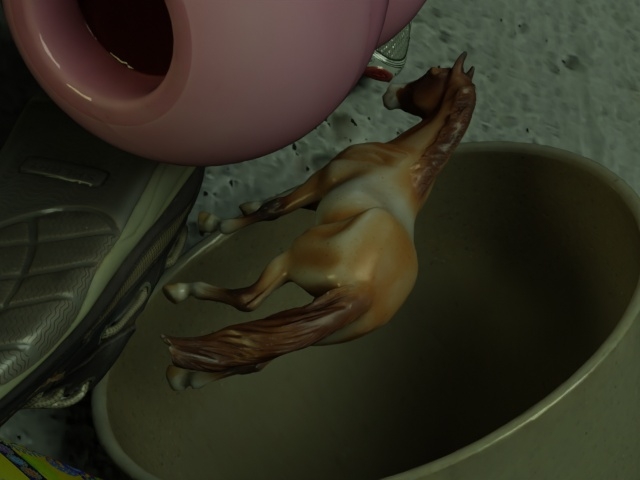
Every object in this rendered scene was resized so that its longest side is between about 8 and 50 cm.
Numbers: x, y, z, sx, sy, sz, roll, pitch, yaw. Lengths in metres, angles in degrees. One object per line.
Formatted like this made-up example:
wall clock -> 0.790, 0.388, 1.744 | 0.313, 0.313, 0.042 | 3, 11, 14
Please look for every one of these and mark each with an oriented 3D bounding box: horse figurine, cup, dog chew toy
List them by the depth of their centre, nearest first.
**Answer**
dog chew toy -> -0.023, -0.175, 0.856 | 0.332, 0.206, 0.206 | -40, 102, -48
horse figurine -> 0.000, 0.000, 0.871 | 0.066, 0.174, 0.263 | 63, 26, -24
cup -> 0.063, 0.127, 0.924 | 0.331, 0.331, 0.237 | -50, 129, -40

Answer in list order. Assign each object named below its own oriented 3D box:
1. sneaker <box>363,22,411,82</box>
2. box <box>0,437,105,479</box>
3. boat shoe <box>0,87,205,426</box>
sneaker -> 0.042, -0.226, 1.150 | 0.088, 0.093, 0.225 | 14, 67, -37
box -> -0.200, 0.229, 0.633 | 0.279, 0.177, 0.290 | 30, 92, -31
boat shoe -> -0.154, 0.035, 0.844 | 0.355, 0.132, 0.130 | -52, 148, -45
